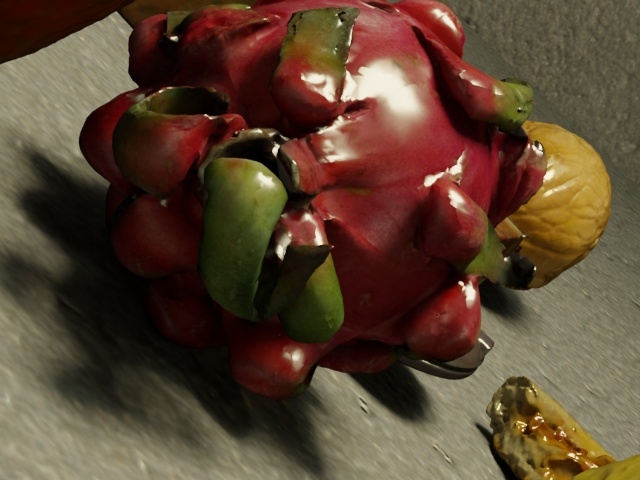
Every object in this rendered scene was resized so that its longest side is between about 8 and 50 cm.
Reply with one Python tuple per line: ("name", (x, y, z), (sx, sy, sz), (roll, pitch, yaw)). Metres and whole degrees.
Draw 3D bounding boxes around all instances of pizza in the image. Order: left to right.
("pizza", (0.196, 0.186, 1.096), (0.271, 0.056, 0.134), (49, 5, 23))

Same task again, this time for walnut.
("walnut", (0.155, -0.030, 1.451), (0.144, 0.144, 0.180), (48, 17, 16))

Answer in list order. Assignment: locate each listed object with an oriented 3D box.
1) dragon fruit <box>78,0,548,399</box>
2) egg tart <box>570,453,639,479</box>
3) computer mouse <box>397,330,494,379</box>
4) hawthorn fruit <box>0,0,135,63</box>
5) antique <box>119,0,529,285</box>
("dragon fruit", (-0.017, -0.024, 0.863), (0.272, 0.198, 0.218), (-20, 74, -48))
("egg tart", (0.210, 0.195, 0.835), (0.345, 0.132, 0.345), (38, 2, -1))
("computer mouse", (-0.001, 0.001, 1.069), (0.232, 0.057, 0.120), (42, 13, 1))
("hawthorn fruit", (-0.164, -0.202, 0.781), (0.275, 0.275, 0.299), (42, -1, -10))
("antique", (0.001, -0.082, 1.265), (0.310, 0.087, 0.093), (48, 15, 11))
